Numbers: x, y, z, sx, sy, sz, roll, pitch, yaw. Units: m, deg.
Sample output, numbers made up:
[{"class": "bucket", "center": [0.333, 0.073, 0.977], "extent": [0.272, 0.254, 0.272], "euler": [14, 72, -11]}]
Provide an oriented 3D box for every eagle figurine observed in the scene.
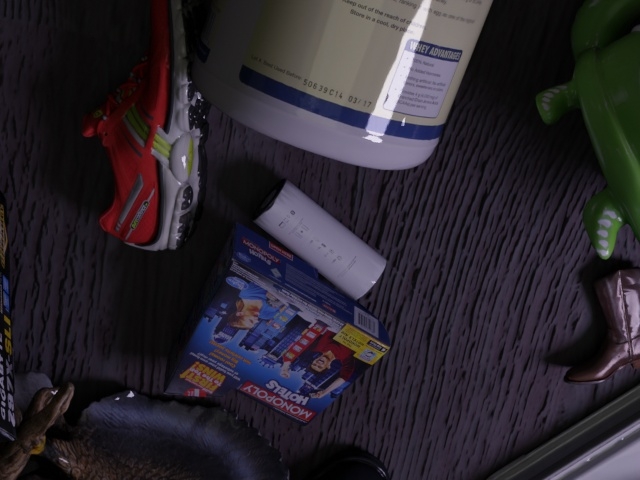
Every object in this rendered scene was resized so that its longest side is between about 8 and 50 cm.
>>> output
[{"class": "eagle figurine", "center": [-0.212, 0.267, 1.376], "extent": [0.298, 0.226, 0.225], "euler": [25, 66, -37]}]

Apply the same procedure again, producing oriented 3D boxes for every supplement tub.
[{"class": "supplement tub", "center": [0.041, -0.249, 1.164], "extent": [0.235, 0.235, 0.324], "euler": [19, 107, -7]}]

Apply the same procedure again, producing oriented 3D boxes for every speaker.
[{"class": "speaker", "center": [0.000, 0.000, 1.338], "extent": [0.136, 0.055, 0.055], "euler": [38, 104, -12]}]

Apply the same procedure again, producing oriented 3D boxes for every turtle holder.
[{"class": "turtle holder", "center": [0.350, -0.107, 1.217], "extent": [0.227, 0.320, 0.243], "euler": [-26, 128, 22]}]

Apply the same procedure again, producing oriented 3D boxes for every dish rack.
[{"class": "dish rack", "center": [0.365, 0.309, 1.436], "extent": [0.333, 0.072, 0.285], "euler": [-35, 104, 9]}]

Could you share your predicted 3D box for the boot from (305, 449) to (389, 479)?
[{"class": "boot", "center": [-0.012, 0.355, 1.374], "extent": [0.094, 0.207, 0.246], "euler": [39, 103, -12]}]

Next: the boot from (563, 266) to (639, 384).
[{"class": "boot", "center": [0.293, 0.086, 1.378], "extent": [0.106, 0.037, 0.114], "euler": [-18, 111, -8]}]

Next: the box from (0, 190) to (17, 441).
[{"class": "box", "center": [-0.461, 0.082, 1.278], "extent": [0.322, 0.079, 0.257], "euler": [-7, 68, 2]}]

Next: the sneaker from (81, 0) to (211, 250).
[{"class": "sneaker", "center": [-0.170, -0.124, 1.275], "extent": [0.118, 0.107, 0.279], "euler": [8, 106, 6]}]

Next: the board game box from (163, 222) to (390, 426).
[{"class": "board game box", "center": [-0.064, 0.104, 1.353], "extent": [0.194, 0.060, 0.194], "euler": [31, 123, -22]}]
